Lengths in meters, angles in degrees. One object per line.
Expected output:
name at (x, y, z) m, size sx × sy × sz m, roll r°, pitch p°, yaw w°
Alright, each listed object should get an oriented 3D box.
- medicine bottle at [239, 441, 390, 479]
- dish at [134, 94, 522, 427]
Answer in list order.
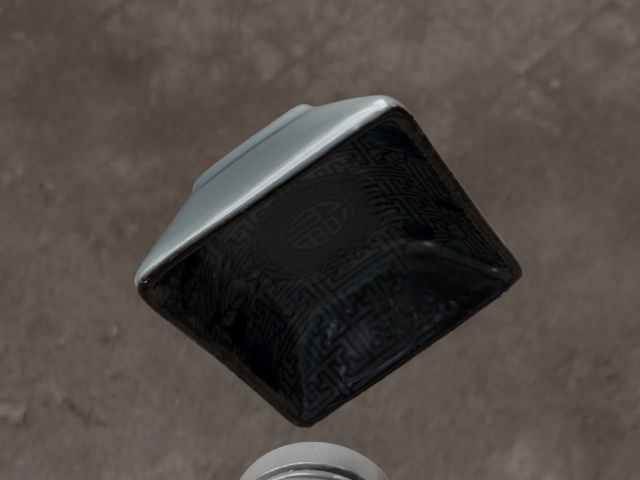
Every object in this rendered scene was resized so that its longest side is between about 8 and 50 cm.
medicine bottle at (-0.007, 0.125, 0.604) m, size 0.079 × 0.079 × 0.140 m, roll 14°, pitch 25°, yaw -2°
dish at (0.000, 0.000, 1.141) m, size 0.182 × 0.243 × 0.080 m, roll -35°, pitch 57°, yaw 6°
